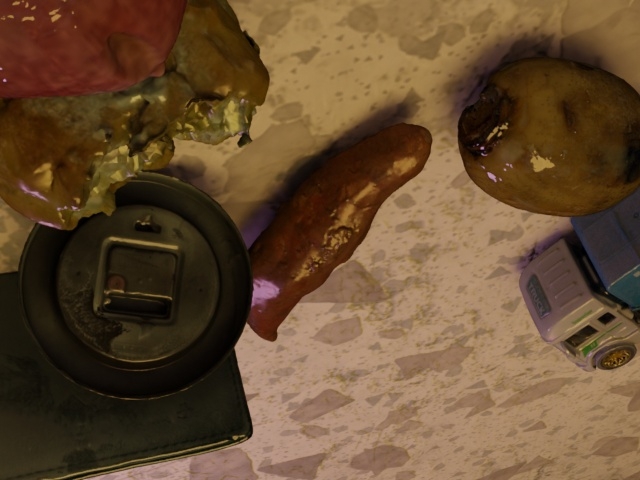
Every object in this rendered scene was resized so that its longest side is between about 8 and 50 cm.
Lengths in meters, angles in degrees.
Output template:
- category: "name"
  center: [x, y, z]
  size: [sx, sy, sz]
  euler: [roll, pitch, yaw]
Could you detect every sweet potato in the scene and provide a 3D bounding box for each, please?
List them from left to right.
- category: "sweet potato"
  center: [-0.014, -0.001, 0.923]
  size: [0.106, 0.095, 0.355]
  euler: [13, 133, -30]

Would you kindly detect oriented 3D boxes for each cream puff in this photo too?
- category: "cream puff"
  center: [-0.157, -0.117, 0.647]
  size: [0.221, 0.195, 0.195]
  euler: [-27, 145, -7]

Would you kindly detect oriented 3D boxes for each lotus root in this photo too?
- category: "lotus root"
  center: [0.259, -0.097, 0.876]
  size: [0.278, 0.154, 0.154]
  euler: [5, 139, -36]

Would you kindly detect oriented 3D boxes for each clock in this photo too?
- category: "clock"
  center: [-0.171, 0.042, 0.818]
  size: [0.214, 0.215, 0.042]
  euler: [-5, 169, -17]

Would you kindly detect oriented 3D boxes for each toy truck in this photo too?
- category: "toy truck"
  center: [0.421, 0.010, 1.088]
  size: [0.175, 0.146, 0.367]
  euler: [26, 124, -35]

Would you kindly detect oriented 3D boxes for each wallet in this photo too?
- category: "wallet"
  center: [-0.229, 0.125, 0.867]
  size: [0.290, 0.251, 0.054]
  euler: [-8, 140, -12]

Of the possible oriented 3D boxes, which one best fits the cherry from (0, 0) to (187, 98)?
- category: "cherry"
  center: [-0.185, -0.205, 0.448]
  size: [0.261, 0.221, 0.307]
  euler: [-38, 122, 9]
